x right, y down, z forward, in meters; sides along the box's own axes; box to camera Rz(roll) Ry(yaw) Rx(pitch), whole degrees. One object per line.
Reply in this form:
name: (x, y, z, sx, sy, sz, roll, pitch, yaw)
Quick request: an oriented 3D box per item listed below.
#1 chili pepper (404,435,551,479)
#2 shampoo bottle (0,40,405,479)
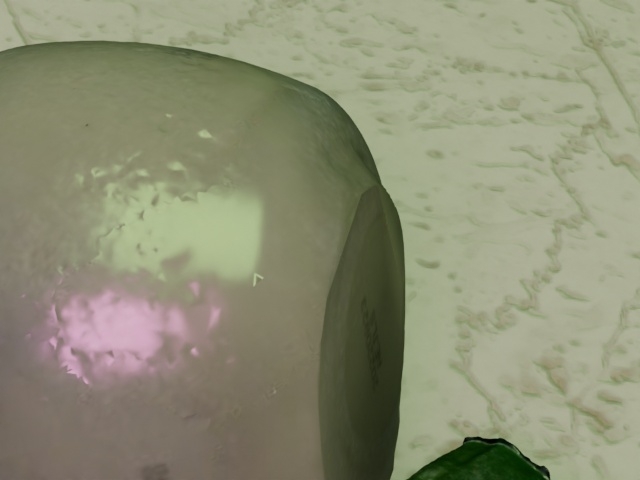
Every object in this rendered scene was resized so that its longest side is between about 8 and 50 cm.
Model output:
chili pepper: (0.048, 0.217, 0.824, 0.270, 0.099, 0.136, -26, 68, -34)
shampoo bottle: (-0.110, 0.048, 0.790, 0.317, 0.322, 0.322, -5, 45, 12)
